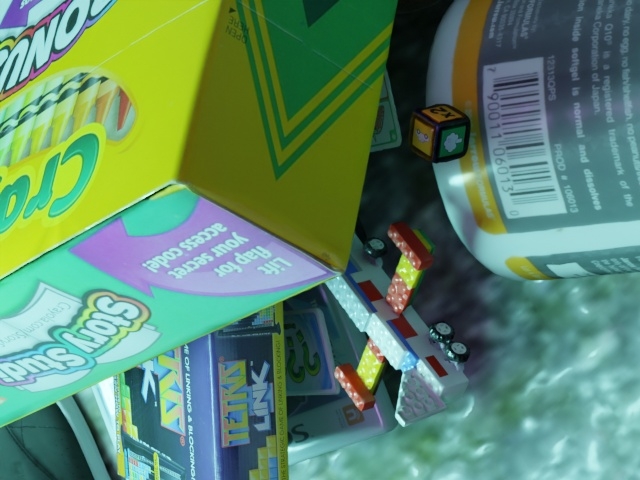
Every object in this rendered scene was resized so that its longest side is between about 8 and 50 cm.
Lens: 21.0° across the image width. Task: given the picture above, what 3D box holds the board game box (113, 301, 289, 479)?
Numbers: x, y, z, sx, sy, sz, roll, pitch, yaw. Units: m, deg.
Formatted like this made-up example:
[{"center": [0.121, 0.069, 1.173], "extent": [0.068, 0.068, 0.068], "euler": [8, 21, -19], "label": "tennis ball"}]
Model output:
[{"center": [-0.072, 0.062, 0.969], "extent": [0.141, 0.048, 0.170], "euler": [10, 104, 61], "label": "board game box"}]

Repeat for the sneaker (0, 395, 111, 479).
[{"center": [-0.219, 0.175, 1.131], "extent": [0.104, 0.147, 0.295], "euler": [-44, 71, 29], "label": "sneaker"}]

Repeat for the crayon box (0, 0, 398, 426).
[{"center": [-0.111, -0.081, 0.922], "extent": [0.363, 0.106, 0.313], "euler": [-26, 42, 46], "label": "crayon box"}]

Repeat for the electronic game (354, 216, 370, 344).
[{"center": [-0.066, 0.034, 1.082], "extent": [0.229, 0.048, 0.229], "euler": [3, 96, 31], "label": "electronic game"}]

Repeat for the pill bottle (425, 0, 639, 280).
[{"center": [0.205, -0.069, 0.842], "extent": [0.278, 0.162, 0.162], "euler": [-6, 92, 31], "label": "pill bottle"}]

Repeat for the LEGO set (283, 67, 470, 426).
[{"center": [0.000, 0.000, 0.901], "extent": [0.244, 0.060, 0.182], "euler": [-8, 95, 58], "label": "LEGO set"}]

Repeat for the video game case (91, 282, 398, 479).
[{"center": [-0.069, 0.048, 1.044], "extent": [0.183, 0.023, 0.201], "euler": [-22, 87, 25], "label": "video game case"}]

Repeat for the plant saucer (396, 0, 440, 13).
[{"center": [0.063, -0.218, 0.924], "extent": [0.199, 0.036, 0.198], "euler": [-32, 46, 40], "label": "plant saucer"}]
